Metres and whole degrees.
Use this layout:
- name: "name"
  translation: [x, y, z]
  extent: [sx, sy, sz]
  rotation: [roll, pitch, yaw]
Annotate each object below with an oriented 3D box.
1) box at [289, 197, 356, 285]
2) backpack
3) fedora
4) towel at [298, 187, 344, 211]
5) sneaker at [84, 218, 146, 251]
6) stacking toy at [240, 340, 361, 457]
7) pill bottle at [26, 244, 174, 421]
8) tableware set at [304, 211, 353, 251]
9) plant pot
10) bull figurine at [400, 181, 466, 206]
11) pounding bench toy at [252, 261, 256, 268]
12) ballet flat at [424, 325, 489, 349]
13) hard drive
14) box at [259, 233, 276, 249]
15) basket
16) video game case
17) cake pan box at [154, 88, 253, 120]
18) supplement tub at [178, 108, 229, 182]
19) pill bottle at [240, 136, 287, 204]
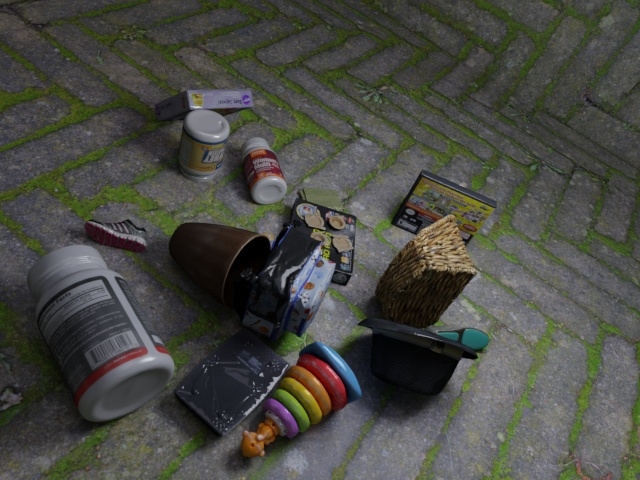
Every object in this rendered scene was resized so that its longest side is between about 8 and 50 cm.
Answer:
- name: "box"
  translation: [0.000, 0.000, 1.745]
  extent: [0.216, 0.060, 0.270]
  rotation: [17, 44, -9]
- name: "backpack"
  translation: [-0.094, 0.129, 1.436]
  extent: [0.213, 0.263, 0.276]
  rotation: [35, 44, 3]
- name: "fedora"
  translation: [0.242, 0.318, 1.457]
  extent: [0.333, 0.334, 0.153]
  rotation: [19, 79, -7]
- name: "towel"
  translation: [0.004, -0.138, 1.903]
  extent: [0.148, 0.027, 0.110]
  rotation: [0, 48, -23]
- name: "sneaker"
  translation: [-0.558, -0.027, 1.519]
  extent: [0.170, 0.063, 0.075]
  rotation: [18, 44, -14]
- name: "stacking toy"
  translation: [-0.067, 0.396, 1.291]
  extent: [0.301, 0.166, 0.175]
  rotation: [-37, 84, -31]
- name: "pill bottle"
  translation: [-0.498, 0.195, 1.227]
  extent: [0.210, 0.210, 0.363]
  rotation: [-19, 58, -37]
- name: "tableware set"
  translation: [0.026, -0.029, 1.727]
  extent: [0.140, 0.020, 0.169]
  rotation: [3, 48, -21]
- name: "plant pot"
  translation: [-0.288, 0.041, 1.494]
  extent: [0.230, 0.216, 0.215]
  rotation: [24, 41, 21]
- name: "bull figurine"
  translation: [0.451, -0.145, 2.018]
  extent: [0.310, 0.188, 0.101]
  rotation: [-6, 72, -21]
- name: "pounding bench toy"
  translation: [-0.168, 0.069, 1.614]
  extent: [0.065, 0.083, 0.052]
  rotation: [-24, 53, -2]
- name: "ballet flat"
  translation: [0.408, 0.283, 1.658]
  extent: [0.213, 0.072, 0.068]
  rotation: [7, 16, -22]
- name: "hard drive"
  translation: [-0.210, 0.340, 1.329]
  extent: [0.172, 0.054, 0.254]
  rotation: [37, 45, 12]
- name: "box"
  translation: [-0.198, 0.016, 1.626]
  extent: [0.136, 0.081, 0.028]
  rotation: [-3, 49, -27]
- name: "basket"
  translation: [0.275, 0.087, 1.615]
  extent: [0.213, 0.299, 0.223]
  rotation: [4, 50, -19]
- name: "video game case"
  translation: [0.418, -0.093, 1.886]
  extent: [0.274, 0.248, 0.035]
  rotation: [23, 45, -2]
- name: "cake pan box"
  translation: [-0.402, -0.461, 1.880]
  extent: [0.245, 0.266, 0.070]
  rotation: [-11, 98, -40]
- name: "supplement tub"
  translation: [-0.376, -0.300, 1.761]
  extent: [0.144, 0.200, 0.145]
  rotation: [12, 45, -13]
- name: "pill bottle"
  translation: [-0.195, -0.236, 1.839]
  extent: [0.121, 0.121, 0.221]
  rotation: [-2, 50, -25]
